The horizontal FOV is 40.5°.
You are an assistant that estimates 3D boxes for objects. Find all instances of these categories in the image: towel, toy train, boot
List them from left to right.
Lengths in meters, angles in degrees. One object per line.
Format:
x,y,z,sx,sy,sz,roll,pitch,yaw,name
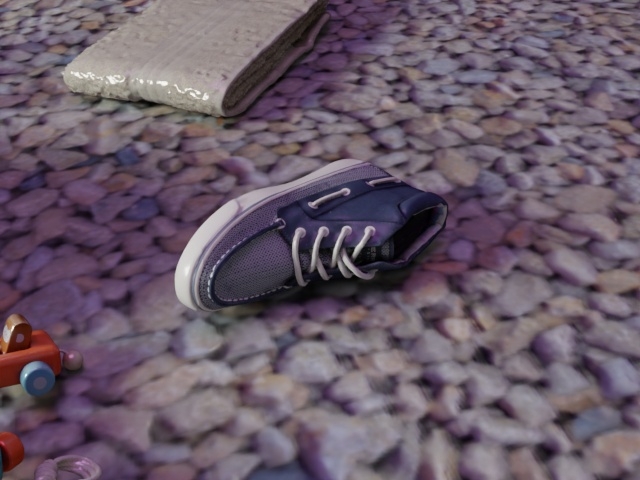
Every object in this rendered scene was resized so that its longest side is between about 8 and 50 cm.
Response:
-0.178,0.080,0.458,0.125,0.046,0.166,-7,20,-25,toy train
-0.112,-0.210,0.899,0.187,0.049,0.282,11,39,22,towel
0.000,0.000,0.572,0.086,0.069,0.190,23,42,36,boot
